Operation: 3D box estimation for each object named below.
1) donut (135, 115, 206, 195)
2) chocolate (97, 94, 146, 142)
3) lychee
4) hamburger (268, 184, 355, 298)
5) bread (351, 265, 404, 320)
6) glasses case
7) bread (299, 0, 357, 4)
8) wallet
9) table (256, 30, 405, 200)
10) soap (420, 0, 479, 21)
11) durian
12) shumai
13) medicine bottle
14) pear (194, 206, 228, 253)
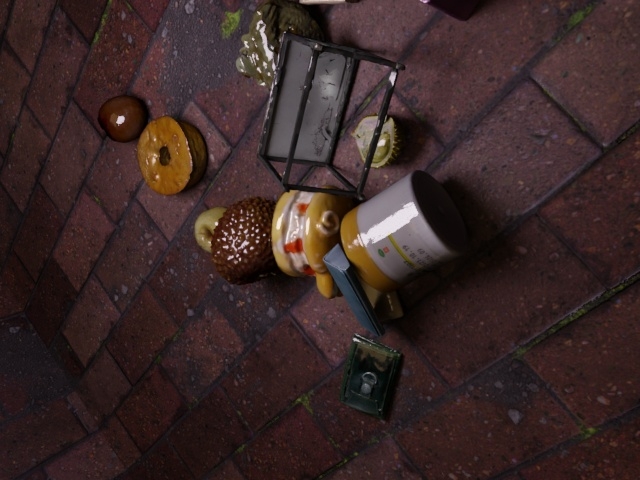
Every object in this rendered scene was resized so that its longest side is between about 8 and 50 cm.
[{"bbox_3d":[-0.503,-0.291,1.694,0.277,0.108,0.278,9,108,31],"label":"donut"},{"bbox_3d":[-0.696,-0.438,1.765,0.176,0.177,0.177,9,107,31],"label":"chocolate"},{"bbox_3d":[-0.204,-0.003,1.495,0.267,0.267,0.267,9,107,31],"label":"lychee"},{"bbox_3d":[0.000,0.000,1.353,0.186,0.261,0.303,8,86,29],"label":"hamburger"},{"bbox_3d":[0.155,0.143,1.417,0.139,0.060,0.178,-14,95,35],"label":"bread"},{"bbox_3d":[0.088,0.140,1.278,0.056,0.105,0.266,-27,126,3],"label":"glasses case"},{"bbox_3d":[0.023,-0.665,1.276,0.152,0.077,0.105,12,113,26],"label":"bread"},{"bbox_3d":[0.146,0.415,1.502,0.160,0.055,0.236,18,111,21],"label":"wallet"},{"bbox_3d":[0.007,-0.307,1.228,0.272,0.222,0.335,-126,45,-56],"label":"table"},{"bbox_3d":[0.227,-0.565,1.064,0.181,0.259,0.081,43,122,15],"label":"soap"},{"bbox_3d":[0.149,-0.263,1.302,0.208,0.102,0.146,26,118,51],"label":"durian"},{"bbox_3d":[-0.117,-0.521,1.373,0.218,0.189,0.256,6,114,53],"label":"shumai"},{"bbox_3d":[0.208,-0.019,1.232,0.232,0.238,0.238,-32,85,34],"label":"medicine bottle"},{"bbox_3d":[-0.334,-0.035,1.640,0.167,0.136,0.167,9,109,27],"label":"pear"}]
